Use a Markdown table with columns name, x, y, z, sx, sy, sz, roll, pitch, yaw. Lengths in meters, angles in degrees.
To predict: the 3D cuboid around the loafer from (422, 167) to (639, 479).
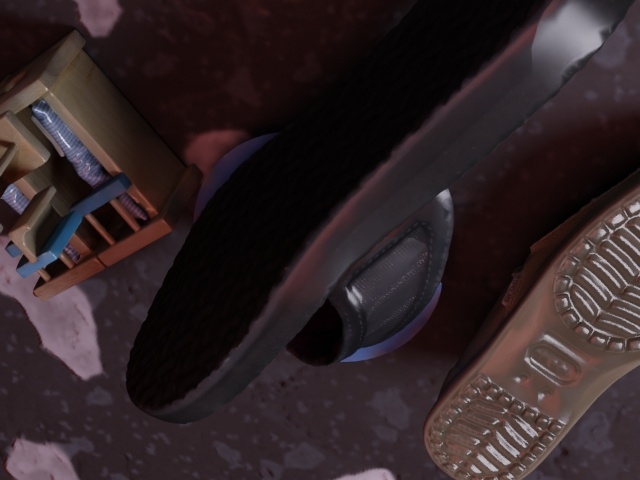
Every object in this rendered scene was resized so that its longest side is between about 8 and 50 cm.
| name | x | y | z | sx | sy | sz | roll | pitch | yaw |
| --- | --- | --- | --- | --- | --- | --- | --- | --- | --- |
| loafer | 0.160 | 0.036 | 0.995 | 0.102 | 0.092 | 0.268 | 40 | 111 | -15 |

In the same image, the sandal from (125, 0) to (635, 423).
| name | x | y | z | sx | sy | sz | roll | pitch | yaw |
| --- | --- | --- | --- | --- | --- | --- | --- | --- | --- |
| sandal | 0.035 | -0.015 | 0.917 | 0.107 | 0.168 | 0.446 | 31 | 129 | -22 |

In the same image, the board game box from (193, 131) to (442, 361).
| name | x | y | z | sx | sy | sz | roll | pitch | yaw |
| --- | --- | --- | --- | --- | --- | --- | --- | --- | --- |
| board game box | 0.000 | 0.000 | 1.053 | 0.133 | 0.033 | 0.169 | -25 | 107 | 32 |

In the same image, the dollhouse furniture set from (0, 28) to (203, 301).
| name | x | y | z | sx | sy | sz | roll | pitch | yaw |
| --- | --- | --- | --- | --- | --- | --- | --- | --- | --- |
| dollhouse furniture set | -0.186 | -0.011 | 1.004 | 0.129 | 0.184 | 0.129 | -28 | 113 | 32 |
